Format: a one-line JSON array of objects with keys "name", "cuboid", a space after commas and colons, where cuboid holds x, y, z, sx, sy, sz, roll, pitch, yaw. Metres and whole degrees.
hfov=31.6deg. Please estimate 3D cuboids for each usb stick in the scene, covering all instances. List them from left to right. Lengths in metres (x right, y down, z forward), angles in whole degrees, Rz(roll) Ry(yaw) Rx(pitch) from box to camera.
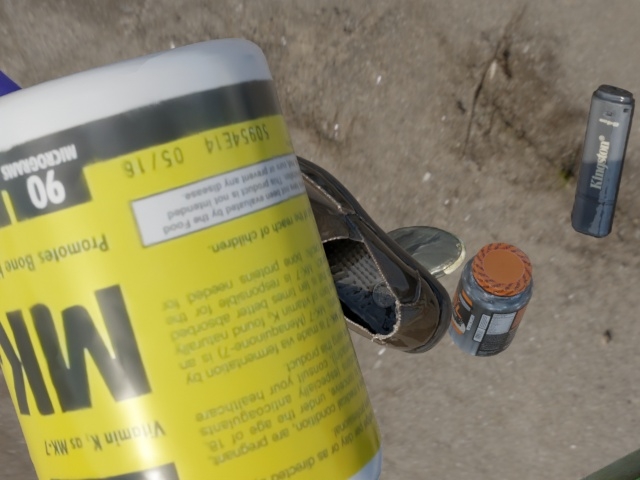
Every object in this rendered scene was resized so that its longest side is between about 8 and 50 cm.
[{"name": "usb stick", "cuboid": [0.477, -0.129, 1.918, 0.077, 0.278, 0.045, 24, 39, 30]}]

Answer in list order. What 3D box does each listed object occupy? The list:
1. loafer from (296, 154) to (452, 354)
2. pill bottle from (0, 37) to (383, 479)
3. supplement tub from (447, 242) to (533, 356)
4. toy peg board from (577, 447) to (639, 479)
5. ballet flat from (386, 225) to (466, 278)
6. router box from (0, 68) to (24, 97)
[{"name": "loafer", "cuboid": [0.000, 0.000, 0.828, 0.220, 0.078, 0.080, 36, 102, 19]}, {"name": "pill bottle", "cuboid": [-0.047, 0.046, 0.394, 0.119, 0.119, 0.208, -18, 95, -8]}, {"name": "supplement tub", "cuboid": [0.274, 0.094, 1.816, 0.117, 0.190, 0.117, 3, 53, -4]}, {"name": "toy peg board", "cuboid": [0.287, 0.245, 0.905, 0.161, 0.079, 0.160, -24, 74, -14]}, {"name": "ballet flat", "cuboid": [0.069, 0.024, 1.077, 0.049, 0.173, 0.057, 18, 64, -44]}, {"name": "router box", "cuboid": [-0.373, -0.131, 1.005, 0.301, 0.335, 0.082, 25, 82, 14]}]
